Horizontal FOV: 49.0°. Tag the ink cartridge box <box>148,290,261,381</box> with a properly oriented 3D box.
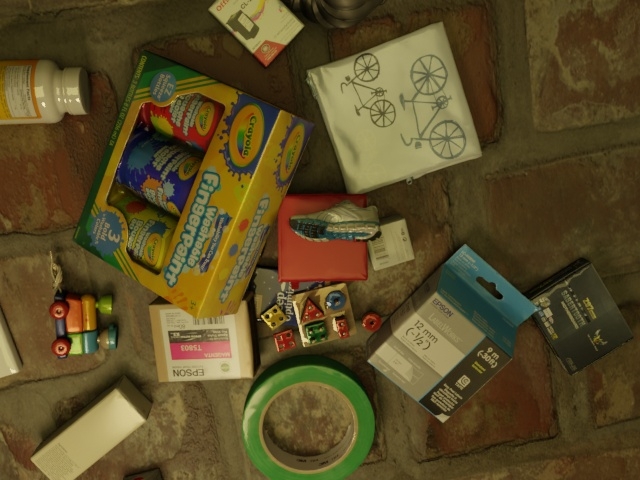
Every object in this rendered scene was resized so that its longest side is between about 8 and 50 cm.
[{"bbox_3d":[-0.268,0.224,1.637,0.234,0.088,0.193,-4,100,7],"label":"ink cartridge box"}]

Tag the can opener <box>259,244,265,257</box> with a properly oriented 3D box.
[{"bbox_3d":[-0.142,-0.048,1.633,0.059,0.073,0.186,-11,108,-41],"label":"can opener"}]

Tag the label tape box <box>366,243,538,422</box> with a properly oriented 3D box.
[{"bbox_3d":[0.312,0.221,1.654,0.249,0.115,0.348,40,106,-9],"label":"label tape box"}]

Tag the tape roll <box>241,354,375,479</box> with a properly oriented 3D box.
[{"bbox_3d":[-0.030,0.444,1.716,0.321,0.077,0.322,-1,101,-4],"label":"tape roll"}]

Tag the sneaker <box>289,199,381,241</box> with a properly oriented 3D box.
[{"bbox_3d":[0.031,-0.045,1.450,0.190,0.071,0.083,3,61,-1],"label":"sneaker"}]

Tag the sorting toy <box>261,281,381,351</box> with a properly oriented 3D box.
[{"bbox_3d":[0.002,0.181,1.648,0.274,0.046,0.132,-14,102,-3],"label":"sorting toy"}]

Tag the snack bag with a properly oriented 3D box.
[{"bbox_3d":[0.170,-0.288,1.608,0.342,0.037,0.323,-20,101,0],"label":"snack bag"}]

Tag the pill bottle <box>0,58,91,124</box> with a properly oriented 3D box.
[{"bbox_3d":[-0.628,-0.318,1.504,0.245,0.136,0.137,-2,101,-3],"label":"pill bottle"}]

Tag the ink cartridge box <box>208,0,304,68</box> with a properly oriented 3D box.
[{"bbox_3d":[-0.140,-0.483,1.533,0.175,0.072,0.127,43,96,-10],"label":"ink cartridge box"}]

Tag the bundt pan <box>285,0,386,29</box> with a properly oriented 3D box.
[{"bbox_3d":[-0.019,-0.548,1.389,0.331,0.331,0.124,40,82,-10],"label":"bundt pan"}]

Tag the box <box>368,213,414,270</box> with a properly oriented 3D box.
[{"bbox_3d":[0.155,0.002,1.636,0.101,0.087,0.101,-16,101,-1],"label":"box"}]

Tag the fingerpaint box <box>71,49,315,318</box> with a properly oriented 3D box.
[{"bbox_3d":[-0.274,-0.118,1.469,0.371,0.163,0.445,28,100,23],"label":"fingerpaint box"}]

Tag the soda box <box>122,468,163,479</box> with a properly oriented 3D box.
[{"bbox_3d":[-0.411,0.721,1.738,0.098,0.091,0.286,-15,101,1],"label":"soda box"}]

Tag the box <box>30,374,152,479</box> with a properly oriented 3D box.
[{"bbox_3d":[-0.545,0.456,1.679,0.275,0.094,0.113,-38,101,4],"label":"box"}]

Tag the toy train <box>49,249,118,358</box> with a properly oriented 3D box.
[{"bbox_3d":[-0.545,0.143,1.621,0.143,0.105,0.248,-1,101,-14],"label":"toy train"}]

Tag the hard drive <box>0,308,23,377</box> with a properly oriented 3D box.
[{"bbox_3d":[-0.867,0.172,1.630,0.232,0.047,0.353,-16,101,0],"label":"hard drive"}]

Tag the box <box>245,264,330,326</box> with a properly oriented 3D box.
[{"bbox_3d":[-0.094,0.133,1.674,0.225,0.036,0.137,7,100,-3],"label":"box"}]

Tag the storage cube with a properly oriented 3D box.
[{"bbox_3d":[0.000,0.000,1.562,0.193,0.183,0.215,-1,87,-4],"label":"storage cube"}]

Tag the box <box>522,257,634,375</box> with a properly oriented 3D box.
[{"bbox_3d":[0.626,0.186,1.713,0.183,0.059,0.233,-32,101,2],"label":"box"}]
